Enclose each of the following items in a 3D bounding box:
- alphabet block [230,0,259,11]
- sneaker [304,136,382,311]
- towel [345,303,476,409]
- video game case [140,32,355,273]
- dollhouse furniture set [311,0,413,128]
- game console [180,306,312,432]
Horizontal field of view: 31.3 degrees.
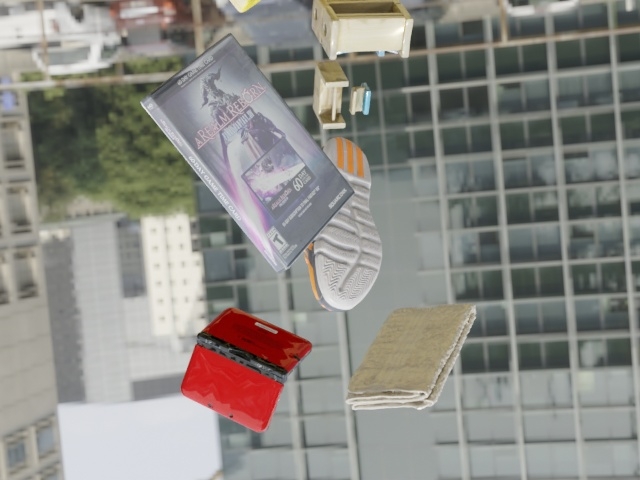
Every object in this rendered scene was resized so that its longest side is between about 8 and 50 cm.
[{"bbox_3d":[-0.094,-0.503,1.733,0.193,0.197,0.192,-40,180,-22],"label":"alphabet block"},{"bbox_3d":[0.000,0.000,1.864,0.124,0.321,0.180,26,138,-27],"label":"sneaker"},{"bbox_3d":[0.172,0.217,2.142,0.187,0.049,0.282,-6,-149,34],"label":"towel"},{"bbox_3d":[-0.086,-0.116,1.472,0.026,0.274,0.196,-28,-166,42],"label":"video game case"},{"bbox_3d":[0.057,-0.292,1.821,0.129,0.184,0.129,-4,-145,-13],"label":"dollhouse furniture set"},{"bbox_3d":[-0.102,0.176,1.579,0.144,0.085,0.124,22,-143,20],"label":"game console"}]
